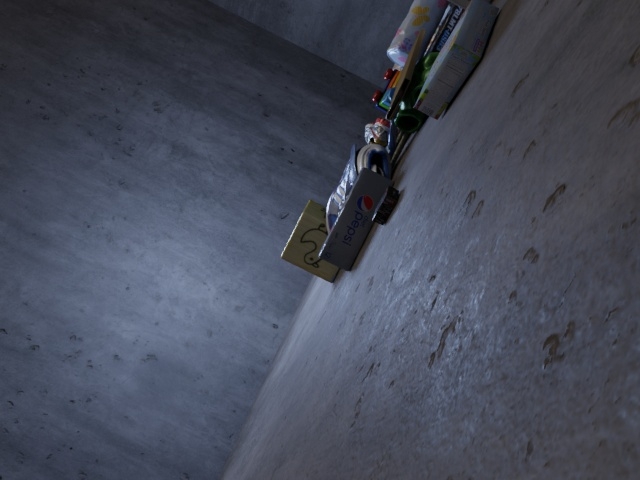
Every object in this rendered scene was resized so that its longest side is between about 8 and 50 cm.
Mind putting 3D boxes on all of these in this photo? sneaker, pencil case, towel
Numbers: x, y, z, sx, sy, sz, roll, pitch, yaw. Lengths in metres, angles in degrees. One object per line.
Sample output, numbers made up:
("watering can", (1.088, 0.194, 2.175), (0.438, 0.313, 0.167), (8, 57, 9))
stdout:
("sneaker", (0.120, -0.145, 1.857), (0.236, 0.130, 0.322), (173, 116, -77))
("pencil case", (0.312, -0.672, 1.881), (0.273, 0.114, 0.124), (-62, -12, -5))
("towel", (0.242, -0.327, 2.062), (0.324, 0.056, 0.312), (-62, 2, 21))
("sneaker", (0.185, -0.343, 2.015), (0.225, 0.088, 0.092), (164, 127, -86))

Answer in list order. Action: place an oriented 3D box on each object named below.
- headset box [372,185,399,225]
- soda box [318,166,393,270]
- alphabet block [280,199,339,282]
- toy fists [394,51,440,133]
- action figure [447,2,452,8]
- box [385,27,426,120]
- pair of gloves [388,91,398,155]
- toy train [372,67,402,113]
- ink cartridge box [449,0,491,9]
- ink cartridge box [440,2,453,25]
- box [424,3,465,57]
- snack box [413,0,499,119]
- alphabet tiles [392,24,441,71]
("headset box", (0.159, -0.087, 1.446), (0.083, 0.032, 0.062), (-62, 3, 30))
("soda box", (0.099, -0.061, 1.714), (0.286, 0.098, 0.091), (-64, 3, 5))
("alphabet block", (0.000, 0.000, 2.076), (0.192, 0.197, 0.193), (-64, 2, 16))
("toy fists", (0.278, -0.412, 1.645), (0.142, 0.096, 0.279), (-63, 0, -18))
("action figure", (0.518, -0.987, 2.206), (0.275, 0.141, 0.164), (113, -177, -57))
("box", (0.232, -0.449, 1.633), (0.164, 0.021, 0.201), (114, 178, -60))
("pair of gloves", (0.224, -0.355, 1.807), (0.159, 0.023, 0.198), (84, -165, -45))
("toy train", (0.281, -0.555, 2.031), (0.247, 0.105, 0.143), (-62, 9, -3))
("ink cartridge box", (0.379, -0.729, 1.453), (0.283, 0.207, 0.117), (-61, 2, 46))
("ink cartridge box", (0.503, -0.819, 1.998), (0.232, 0.066, 0.189), (-42, 3, 3))
("box", (0.376, -0.599, 1.820), (0.293, 0.073, 0.295), (-62, 2, 32))
("snack box", (0.296, -0.396, 1.322), (0.174, 0.070, 0.207), (-64, 1, -30))
("alphabet tiles", (0.366, -0.694, 2.196), (0.278, 0.021, 0.284), (-18, 40, 47))
